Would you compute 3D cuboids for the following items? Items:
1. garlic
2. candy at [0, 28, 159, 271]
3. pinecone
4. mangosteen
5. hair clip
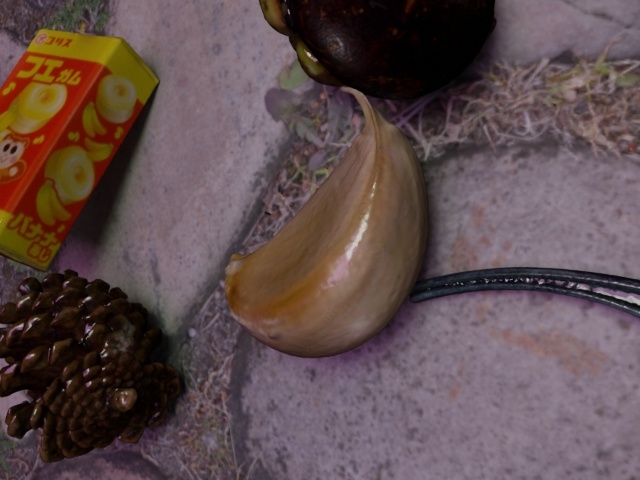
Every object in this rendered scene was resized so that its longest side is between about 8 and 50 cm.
[{"bbox_3d":[0.012,0.006,0.547,0.164,0.145,0.245,45,115,17],"label":"garlic"},{"bbox_3d":[-0.325,-0.113,0.717,0.146,0.088,0.276,14,71,28],"label":"candy"},{"bbox_3d":[-0.268,0.125,0.679,0.169,0.185,0.212,-31,51,-2],"label":"pinecone"},{"bbox_3d":[0.039,-0.210,0.541,0.217,0.192,0.192,-16,79,47],"label":"mangosteen"},{"bbox_3d":[0.205,0.048,0.516,0.275,0.048,0.083,8,92,33],"label":"hair clip"}]
